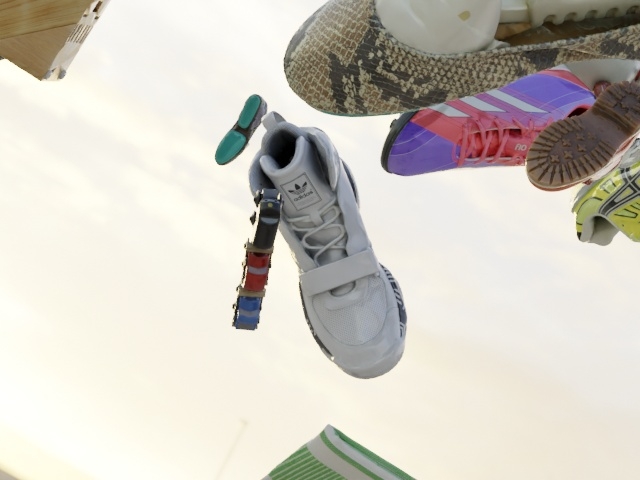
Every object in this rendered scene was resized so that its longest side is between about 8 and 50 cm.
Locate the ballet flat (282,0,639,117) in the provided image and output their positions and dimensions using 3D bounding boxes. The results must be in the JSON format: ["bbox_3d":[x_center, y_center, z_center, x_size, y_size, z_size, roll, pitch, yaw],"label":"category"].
[{"bbox_3d":[0.203,-0.239,1.529,0.482,0.164,0.182,-10,-25,-12],"label":"ballet flat"}]

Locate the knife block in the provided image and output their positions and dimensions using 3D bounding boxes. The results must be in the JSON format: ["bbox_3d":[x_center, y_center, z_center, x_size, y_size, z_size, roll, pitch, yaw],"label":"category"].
[{"bbox_3d":[-0.415,-0.326,2.100,0.242,0.276,0.088,34,9,3],"label":"knife block"}]

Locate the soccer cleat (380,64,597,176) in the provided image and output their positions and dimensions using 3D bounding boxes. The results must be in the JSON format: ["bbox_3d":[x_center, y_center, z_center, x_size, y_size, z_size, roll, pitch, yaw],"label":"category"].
[{"bbox_3d":[0.202,-0.125,1.804,0.116,0.318,0.109,43,-47,28],"label":"soccer cleat"}]

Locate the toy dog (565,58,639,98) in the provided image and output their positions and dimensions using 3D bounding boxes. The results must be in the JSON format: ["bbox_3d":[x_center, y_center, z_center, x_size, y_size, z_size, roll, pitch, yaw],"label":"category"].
[{"bbox_3d":[0.385,-0.195,2.022,0.333,0.161,0.220,8,-29,-39],"label":"toy dog"}]

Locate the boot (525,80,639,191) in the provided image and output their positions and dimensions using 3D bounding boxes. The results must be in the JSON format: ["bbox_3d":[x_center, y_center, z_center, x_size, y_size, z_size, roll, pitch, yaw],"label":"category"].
[{"bbox_3d":[0.226,-0.070,1.388,0.059,0.158,0.085,43,-39,19],"label":"boot"}]

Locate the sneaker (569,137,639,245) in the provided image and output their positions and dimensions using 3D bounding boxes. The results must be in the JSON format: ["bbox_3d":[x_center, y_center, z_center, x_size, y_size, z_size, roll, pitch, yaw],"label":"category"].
[{"bbox_3d":[0.466,-0.067,2.087,0.145,0.147,0.384,7,-6,-24],"label":"sneaker"}]

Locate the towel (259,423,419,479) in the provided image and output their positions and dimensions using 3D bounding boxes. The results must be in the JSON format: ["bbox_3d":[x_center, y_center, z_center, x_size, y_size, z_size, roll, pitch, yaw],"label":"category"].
[{"bbox_3d":[-0.005,0.411,2.335,0.248,0.038,0.325,34,-57,-22],"label":"towel"}]

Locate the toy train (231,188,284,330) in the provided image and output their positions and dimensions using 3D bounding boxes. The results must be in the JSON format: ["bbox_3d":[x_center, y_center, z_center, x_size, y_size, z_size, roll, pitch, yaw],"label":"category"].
[{"bbox_3d":[-0.053,0.023,1.339,0.027,0.036,0.158,4,-46,-9],"label":"toy train"}]

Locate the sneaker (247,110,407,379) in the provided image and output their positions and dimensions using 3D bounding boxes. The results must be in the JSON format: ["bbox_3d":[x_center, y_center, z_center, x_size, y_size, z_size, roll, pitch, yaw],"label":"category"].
[{"bbox_3d":[0.000,0.000,2.123,0.137,0.366,0.210,-23,-30,9],"label":"sneaker"}]

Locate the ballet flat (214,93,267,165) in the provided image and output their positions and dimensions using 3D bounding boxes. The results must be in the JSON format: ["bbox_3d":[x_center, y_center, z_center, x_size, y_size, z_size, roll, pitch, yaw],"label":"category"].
[{"bbox_3d":[-0.107,-0.151,2.260,0.041,0.114,0.041,31,5,-3],"label":"ballet flat"}]
